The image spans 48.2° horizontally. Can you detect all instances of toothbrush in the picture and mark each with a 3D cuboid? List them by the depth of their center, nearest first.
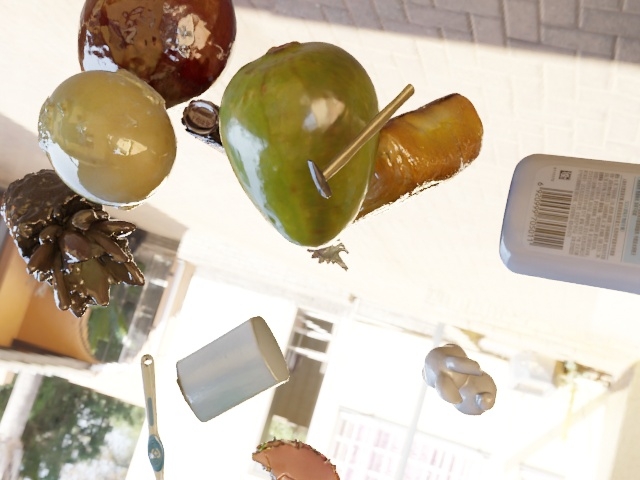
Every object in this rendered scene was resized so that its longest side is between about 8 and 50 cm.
[{"bbox_3d":[-0.340,0.428,1.479,0.040,0.387,0.040,-8,168,-2],"label":"toothbrush"}]

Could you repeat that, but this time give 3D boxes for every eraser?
[{"bbox_3d":[-0.239,0.343,1.890,0.290,0.189,0.104,-31,162,25],"label":"eraser"}]

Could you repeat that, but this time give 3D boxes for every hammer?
[{"bbox_3d":[0.059,-0.143,0.947,0.013,0.199,0.062,27,156,43],"label":"hammer"}]

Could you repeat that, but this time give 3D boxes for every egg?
[{"bbox_3d":[-0.265,-0.128,0.899,0.201,0.164,0.164,46,-172,30],"label":"egg"}]

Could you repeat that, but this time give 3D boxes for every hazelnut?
[{"bbox_3d":[-0.399,-0.493,1.753,0.420,0.421,0.353,14,154,23],"label":"hazelnut"}]

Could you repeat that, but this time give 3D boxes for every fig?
[{"bbox_3d":[-0.022,-0.147,1.133,0.257,0.327,0.258,-9,-166,2],"label":"fig"}]

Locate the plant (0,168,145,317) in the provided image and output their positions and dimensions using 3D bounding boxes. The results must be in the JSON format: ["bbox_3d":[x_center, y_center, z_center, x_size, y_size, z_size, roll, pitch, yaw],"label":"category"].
[{"bbox_3d":[-0.456,-0.002,1.325,0.320,0.194,0.182,42,159,35],"label":"plant"}]

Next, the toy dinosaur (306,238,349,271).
[{"bbox_3d":[0.001,0.000,1.620,0.209,0.082,0.039,55,172,-25],"label":"toy dinosaur"}]

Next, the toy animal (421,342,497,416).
[{"bbox_3d":[0.344,0.345,1.750,0.193,0.127,0.178,45,178,-33],"label":"toy animal"}]

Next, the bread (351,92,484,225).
[{"bbox_3d":[0.136,-0.133,1.395,0.328,0.148,0.337,-31,178,43],"label":"bread"}]

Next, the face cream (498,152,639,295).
[{"bbox_3d":[0.393,-0.013,0.855,0.336,0.163,0.080,9,167,22],"label":"face cream"}]

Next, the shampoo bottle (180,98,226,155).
[{"bbox_3d":[-0.161,-0.204,1.585,0.129,0.084,0.323,26,178,38],"label":"shampoo bottle"}]

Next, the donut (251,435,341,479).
[{"bbox_3d":[-0.051,0.503,1.368,0.199,0.233,0.085,12,156,-1],"label":"donut"}]
